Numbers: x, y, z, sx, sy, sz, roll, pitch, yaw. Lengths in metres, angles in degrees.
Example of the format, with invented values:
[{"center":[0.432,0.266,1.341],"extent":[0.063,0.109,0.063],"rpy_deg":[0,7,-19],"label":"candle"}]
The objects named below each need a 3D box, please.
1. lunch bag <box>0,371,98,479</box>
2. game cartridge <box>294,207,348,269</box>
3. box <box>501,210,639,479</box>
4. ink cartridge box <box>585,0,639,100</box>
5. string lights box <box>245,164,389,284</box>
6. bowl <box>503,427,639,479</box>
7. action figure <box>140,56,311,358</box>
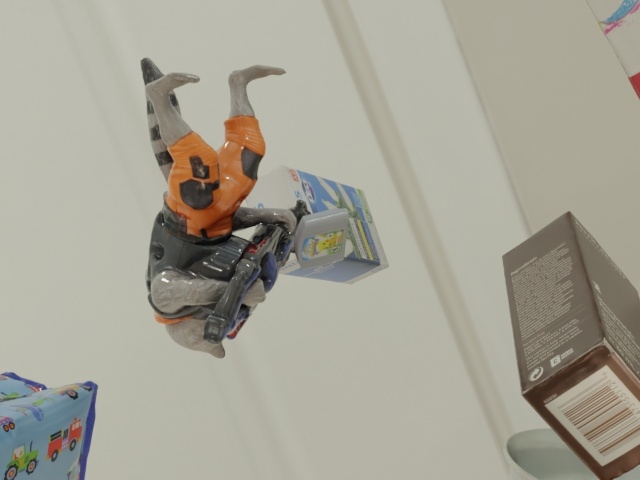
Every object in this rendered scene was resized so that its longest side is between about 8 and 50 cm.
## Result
[{"center":[-0.349,0.312,1.217],"extent":[0.138,0.293,0.221],"rpy_deg":[4,8,22],"label":"lunch bag"},{"center":[0.000,0.000,1.198],"extent":[0.056,0.017,0.083],"rpy_deg":[-11,-36,-11],"label":"game cartridge"},{"center":[0.374,0.137,1.604],"extent":[0.143,0.191,0.381],"rpy_deg":[-37,19,19],"label":"box"},{"center":[0.472,-0.346,1.661],"extent":[0.131,0.306,0.226],"rpy_deg":[-27,3,23],"label":"ink cartridge box"},{"center":[-0.004,-0.017,1.643],"extent":[0.076,0.133,0.259],"rpy_deg":[-25,-16,22],"label":"string lights box"},{"center":[0.395,0.385,1.619],"extent":[0.297,0.134,0.298],"rpy_deg":[10,12,-2],"label":"bowl"},{"center":[-0.118,-0.033,1.278],"extent":[0.178,0.330,0.341],"rpy_deg":[9,14,11],"label":"action figure"}]
